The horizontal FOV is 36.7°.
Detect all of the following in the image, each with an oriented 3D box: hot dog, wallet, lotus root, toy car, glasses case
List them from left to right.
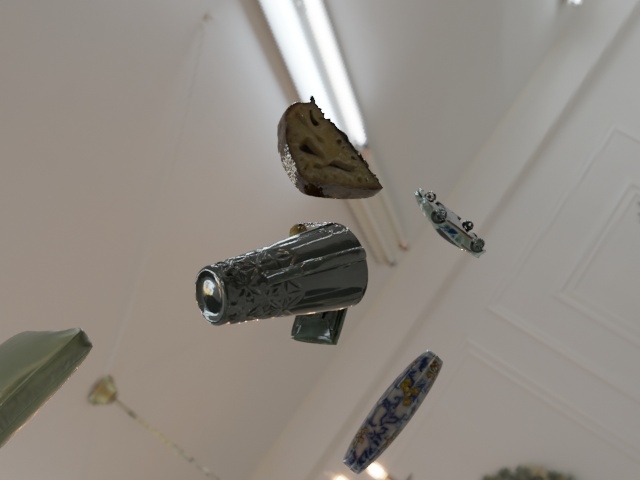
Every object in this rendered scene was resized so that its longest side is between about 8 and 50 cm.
[{"bbox_3d":[-0.001,-0.001,2.179,0.068,0.083,0.289,-44,-14,16],"label":"hot dog"},{"bbox_3d":[0.000,-0.178,2.096,0.170,0.260,0.074,-32,-4,-34],"label":"lotus root"},{"bbox_3d":[0.011,0.172,2.685,0.055,0.160,0.236,36,-116,-47],"label":"wallet"},{"bbox_3d":[0.126,0.296,1.672,0.248,0.065,0.087,-50,-7,-13],"label":"glasses case"},{"bbox_3d":[0.267,-0.035,2.011,0.056,0.205,0.095,-48,27,17],"label":"toy car"}]

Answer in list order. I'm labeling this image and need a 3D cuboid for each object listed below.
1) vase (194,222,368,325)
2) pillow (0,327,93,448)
[{"bbox_3d":[-0.057,0.063,1.654,0.301,0.156,0.251,-12,-7,-37],"label":"vase"},{"bbox_3d":[-0.574,0.279,1.728,0.322,0.255,0.119,-48,-66,-35],"label":"pillow"}]
